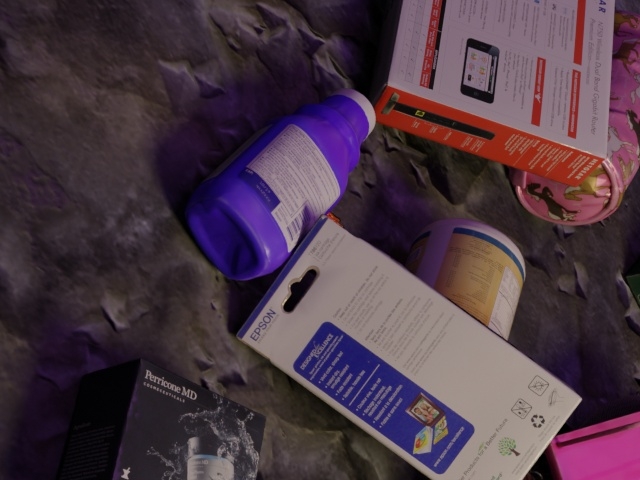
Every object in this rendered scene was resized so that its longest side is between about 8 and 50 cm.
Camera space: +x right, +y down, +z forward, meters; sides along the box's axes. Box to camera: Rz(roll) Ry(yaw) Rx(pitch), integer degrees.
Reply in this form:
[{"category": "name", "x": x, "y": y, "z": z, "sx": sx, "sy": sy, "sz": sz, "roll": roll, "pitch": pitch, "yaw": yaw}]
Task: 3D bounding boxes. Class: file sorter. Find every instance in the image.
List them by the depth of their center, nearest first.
[{"category": "file sorter", "x": 0.432, "y": 0.339, "z": 1.329, "sx": 0.202, "sy": 0.182, "sz": 0.291, "roll": -10, "pitch": 76, "yaw": -27}]

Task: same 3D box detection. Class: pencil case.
[{"category": "pencil case", "x": 0.411, "y": -0.190, "z": 1.691, "sx": 0.167, "sy": 0.160, "sz": 0.386, "roll": 50, "pitch": 47, "yaw": -15}]

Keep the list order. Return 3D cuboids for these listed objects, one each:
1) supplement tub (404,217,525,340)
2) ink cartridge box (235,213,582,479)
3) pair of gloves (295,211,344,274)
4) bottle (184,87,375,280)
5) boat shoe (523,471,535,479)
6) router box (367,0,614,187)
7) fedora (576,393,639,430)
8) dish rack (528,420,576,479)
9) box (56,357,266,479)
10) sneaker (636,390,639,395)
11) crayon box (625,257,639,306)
[{"category": "supplement tub", "x": 0.153, "y": 0.089, "z": 1.333, "sx": 0.144, "sy": 0.144, "sz": 0.200, "roll": 44, "pitch": 49, "yaw": -26}, {"category": "ink cartridge box", "x": 0.091, "y": 0.129, "z": 1.196, "sx": 0.332, "sy": 0.165, "sz": 0.065, "roll": 37, "pitch": 4, "yaw": -1}, {"category": "pair of gloves", "x": 0.000, "y": 0.000, "z": 1.306, "sx": 0.074, "sy": 0.010, "sz": 0.083, "roll": 30, "pitch": 59, "yaw": -37}, {"category": "bottle", "x": -0.031, "y": -0.075, "z": 1.240, "sx": 0.118, "sy": 0.092, "sz": 0.283, "roll": 56, "pitch": 44, "yaw": -16}, {"category": "boat shoe", "x": 0.166, "y": 0.368, "z": 1.236, "sx": 0.104, "sy": 0.110, "sz": 0.307, "roll": 53, "pitch": 38, "yaw": -39}, {"category": "router box", "x": 0.233, "y": -0.267, "z": 1.499, "sx": 0.301, "sy": 0.082, "sz": 0.336, "roll": 18, "pitch": 60, "yaw": -10}, {"category": "fedora", "x": 0.459, "y": 0.330, "z": 1.545, "sx": 0.275, "sy": 0.244, "sz": 0.124, "roll": 30, "pitch": 7, "yaw": 8}, {"category": "dish rack", "x": 0.282, "y": 0.375, "z": 1.388, "sx": 0.208, "sy": 0.074, "sz": 0.271, "roll": 44, "pitch": 50, "yaw": -9}, {"category": "box", "x": -0.145, "y": 0.211, "z": 1.020, "sx": 0.156, "sy": 0.093, "sz": 0.158, "roll": 31, "pitch": 54, "yaw": -35}, {"category": "sneaker", "x": 0.497, "y": 0.256, "z": 1.708, "sx": 0.069, "sy": 0.038, "sz": 0.098, "roll": 58, "pitch": 24, "yaw": 8}, {"category": "crayon box", "x": 0.637, "y": 0.067, "z": 1.888, "sx": 0.323, "sy": 0.083, "sz": 0.203, "roll": -38, "pitch": 104, "yaw": -45}]
